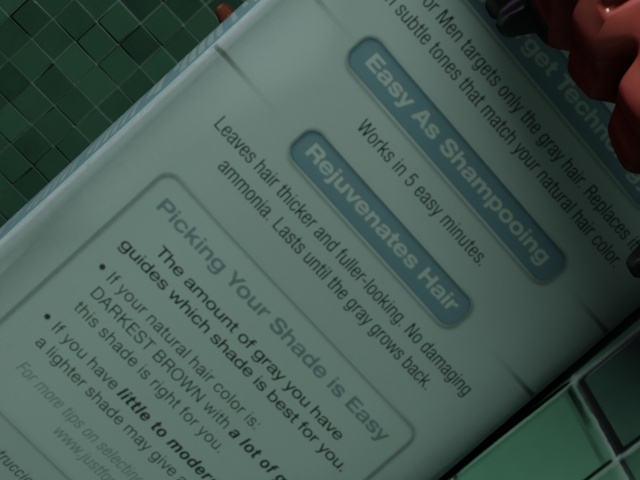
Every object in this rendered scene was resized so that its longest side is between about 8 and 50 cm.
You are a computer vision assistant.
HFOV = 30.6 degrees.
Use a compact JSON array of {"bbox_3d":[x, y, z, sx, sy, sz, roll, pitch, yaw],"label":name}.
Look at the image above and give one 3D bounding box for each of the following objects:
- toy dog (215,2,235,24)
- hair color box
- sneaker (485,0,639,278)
[{"bbox_3d":[-0.060,-0.136,1.101,0.220,0.161,0.334,-43,14,2],"label":"toy dog"},{"bbox_3d":[0.000,0.000,0.488,0.374,0.185,0.113,-42,13,6],"label":"hair color box"},{"bbox_3d":[0.118,-0.090,0.343,0.135,0.276,0.097,-28,-12,5],"label":"sneaker"}]
